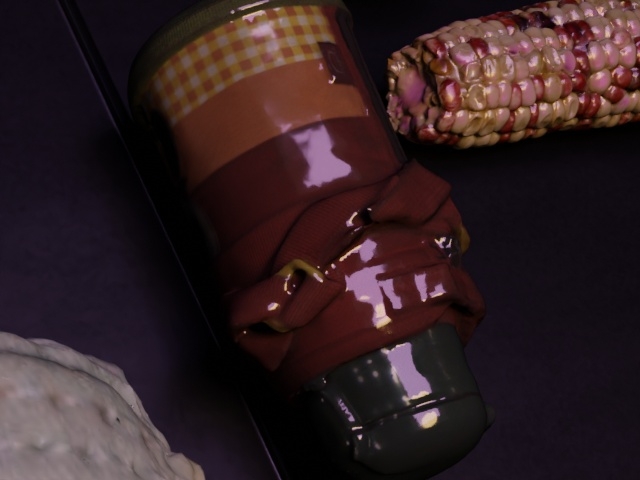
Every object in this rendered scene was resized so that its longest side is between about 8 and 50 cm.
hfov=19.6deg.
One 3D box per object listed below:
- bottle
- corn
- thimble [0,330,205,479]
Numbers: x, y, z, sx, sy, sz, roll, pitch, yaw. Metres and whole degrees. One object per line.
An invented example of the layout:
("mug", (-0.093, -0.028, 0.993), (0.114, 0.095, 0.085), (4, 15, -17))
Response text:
("bottle", (0.000, 0.000, 0.978), (0.156, 0.143, 0.271), (-11, 67, -33))
("corn", (0.166, -0.116, 1.173), (0.280, 0.092, 0.092), (-12, 66, -31))
("thimble", (-0.157, 0.150, 0.755), (0.250, 0.205, 0.172), (-8, 53, -13))
